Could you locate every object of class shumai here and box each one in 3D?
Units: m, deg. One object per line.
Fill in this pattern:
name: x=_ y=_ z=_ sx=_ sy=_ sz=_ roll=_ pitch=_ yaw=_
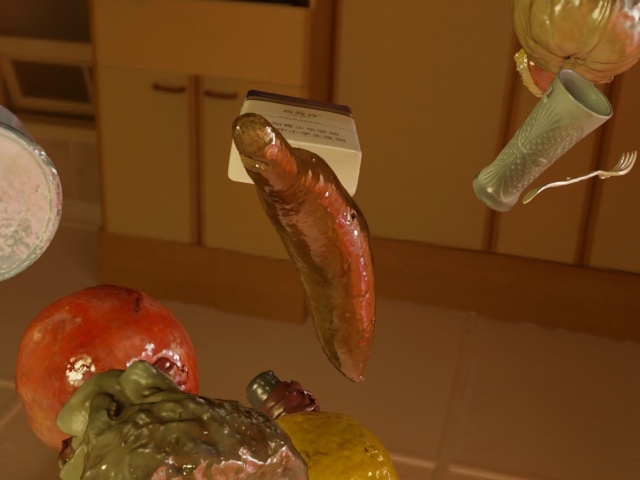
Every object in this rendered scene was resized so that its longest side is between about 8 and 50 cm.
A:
shumai: x=-0.149 y=0.206 z=0.853 sx=0.189 sy=0.256 sz=0.218 roll=-44 pitch=-122 yaw=-8

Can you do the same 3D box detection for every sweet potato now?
sweet potato: x=-0.002 y=-0.007 z=0.750 sx=0.079 sy=0.346 sz=0.108 roll=-15 pitch=-132 yaw=9

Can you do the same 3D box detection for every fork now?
fork: x=0.355 y=-0.082 z=1.169 sx=0.219 sy=0.028 sz=0.034 roll=-21 pitch=-167 yaw=-30

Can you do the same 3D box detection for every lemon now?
lemon: x=-0.013 y=0.424 z=1.365 sx=0.336 sy=0.336 sz=0.336 roll=2 pitch=-157 yaw=-1

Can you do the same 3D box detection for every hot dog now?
hot dog: x=0.521 y=-0.383 z=1.841 sx=0.213 sy=0.146 sz=0.103 roll=-5 pitch=-128 yaw=31

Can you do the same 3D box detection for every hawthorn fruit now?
hawthorn fruit: x=-0.294 y=0.195 z=1.264 sx=0.276 sy=0.276 sz=0.307 roll=-12 pitch=-177 yaw=-31

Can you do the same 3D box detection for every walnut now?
walnut: x=0.505 y=-0.450 z=1.648 sx=0.282 sy=0.253 sz=0.277 roll=1 pitch=-114 yaw=19

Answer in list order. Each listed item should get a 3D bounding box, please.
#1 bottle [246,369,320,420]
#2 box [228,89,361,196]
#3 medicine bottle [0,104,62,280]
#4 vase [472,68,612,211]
bottle: x=-0.064 y=0.422 z=2.005 sx=0.271 sy=0.156 sz=0.143 roll=43 pitch=180 yaw=19
box: x=-0.035 y=-0.139 z=1.187 sx=0.168 sy=0.071 sz=0.259 roll=9 pitch=-160 yaw=-4
medicine bottle: x=-0.470 y=-0.069 z=1.092 sx=0.245 sy=0.245 sz=0.290 roll=-12 pitch=-159 yaw=-32
vase: x=0.315 y=-0.137 z=1.262 sx=0.096 sy=0.219 sz=0.096 roll=22 pitch=-140 yaw=-20
